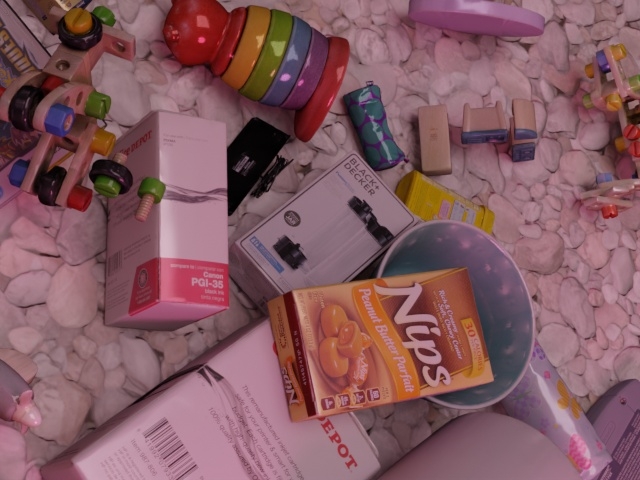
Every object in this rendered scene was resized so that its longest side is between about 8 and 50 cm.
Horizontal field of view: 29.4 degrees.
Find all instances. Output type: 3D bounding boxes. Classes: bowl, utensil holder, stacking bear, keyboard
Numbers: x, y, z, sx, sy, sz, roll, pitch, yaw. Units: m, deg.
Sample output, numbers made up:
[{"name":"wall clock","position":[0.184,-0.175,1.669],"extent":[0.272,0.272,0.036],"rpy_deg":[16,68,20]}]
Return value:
[{"name":"bowl","position":[0.181,0.132,2.001],"extent":[0.312,0.163,0.311],"rpy_deg":[8,73,-28]},{"name":"utensil holder","position":[0.184,0.473,1.781],"extent":[0.385,0.328,0.327],"rpy_deg":[-30,92,-45]},{"name":"stacking bear","position":[-0.115,-0.305,1.962],"extent":[0.289,0.164,0.175],"rpy_deg":[20,55,-16]},{"name":"keyboard","position":[-0.118,-0.109,1.982],"extent":[0.100,0.038,0.192],"rpy_deg":[31,62,7]}]

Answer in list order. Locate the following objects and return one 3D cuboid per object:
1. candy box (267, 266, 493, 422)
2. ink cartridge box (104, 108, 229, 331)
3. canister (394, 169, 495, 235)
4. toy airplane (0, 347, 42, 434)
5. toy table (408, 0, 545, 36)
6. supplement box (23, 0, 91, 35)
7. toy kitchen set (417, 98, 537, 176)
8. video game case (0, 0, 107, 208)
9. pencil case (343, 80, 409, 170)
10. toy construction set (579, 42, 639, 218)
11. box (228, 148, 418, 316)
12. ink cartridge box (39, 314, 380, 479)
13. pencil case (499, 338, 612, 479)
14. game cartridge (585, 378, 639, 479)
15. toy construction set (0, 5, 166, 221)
[{"name":"candy box","position":[0.092,0.150,1.798],"extent":[0.316,0.087,0.183],"rpy_deg":[-6,79,-31]},{"name":"ink cartridge box","position":[-0.226,-0.024,1.784],"extent":[0.117,0.207,0.283],"rpy_deg":[7,73,-29]},{"name":"canister","position":[0.207,-0.033,2.116],"extent":[0.170,0.073,0.126],"rpy_deg":[28,64,-19]},{"name":"toy airplane","position":[-0.531,0.242,1.497],"extent":[0.384,0.272,0.386],"rpy_deg":[29,46,-32]},{"name":"toy table","position":[0.291,-0.467,2.199],"extent":[0.274,0.252,0.160],"rpy_deg":[6,90,-41]},{"name":"supplement box","position":[-0.403,-0.372,1.853],"extent":[0.083,0.083,0.056],"rpy_deg":[49,60,-11]},{"name":"toy kitchen set","position":[0.286,-0.166,2.206],"extent":[0.207,0.166,0.122],"rpy_deg":[-4,75,7]},{"name":"video game case","position":[-0.490,-0.205,1.786],"extent":[0.248,0.035,0.275],"rpy_deg":[-43,100,-31]},{"name":"pencil case","position":[0.095,-0.195,2.101],"extent":[0.070,0.064,0.151],"rpy_deg":[-18,86,-16]},{"name":"toy construction set","position":[0.590,-0.197,2.334],"extent":[0.215,0.151,0.327],"rpy_deg":[17,75,-51]},{"name":"box","position":[0.000,0.000,1.961],"extent":[0.290,0.087,0.169],"rpy_deg":[-38,84,-32]},{"name":"ink cartridge box","position":[-0.150,0.327,1.755],"extent":[0.395,0.166,0.285],"rpy_deg":[-34,95,-32]},{"name":"pencil case","position":[0.379,0.297,2.075],"extent":[0.113,0.124,0.273],"rpy_deg":[-19,76,-52]},{"name":"game cartridge","position":[0.538,0.402,2.197],"extent":[0.196,0.060,0.294],"rpy_deg":[48,59,-14]},{"name":"toy construction set","position":[-0.372,-0.195,1.670],"extent":[0.257,0.309,0.237],"rpy_deg":[55,46,-50]}]
